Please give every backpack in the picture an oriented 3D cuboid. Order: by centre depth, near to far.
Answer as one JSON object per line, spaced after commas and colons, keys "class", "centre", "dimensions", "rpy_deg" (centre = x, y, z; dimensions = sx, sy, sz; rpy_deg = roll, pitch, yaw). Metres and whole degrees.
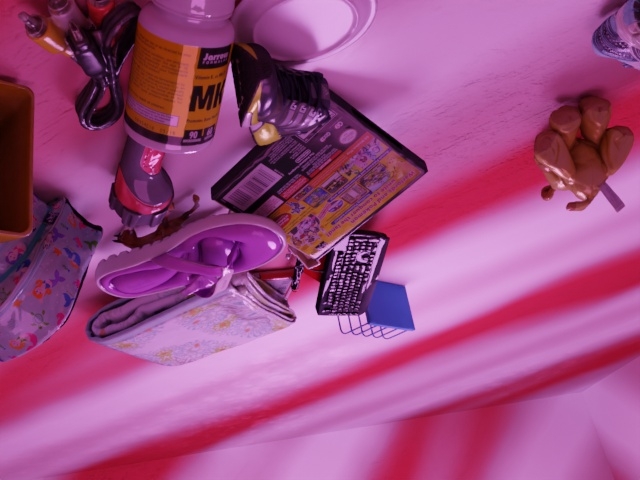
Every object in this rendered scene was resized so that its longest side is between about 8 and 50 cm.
{"class": "backpack", "centre": [-0.488, 0.059, 1.354], "dimensions": [0.225, 0.253, 0.191], "rpy_deg": [-27, 132, 27]}

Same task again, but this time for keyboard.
{"class": "keyboard", "centre": [0.027, 0.075, 1.810], "dimensions": [0.201, 0.033, 0.317], "rpy_deg": [5, 143, -4]}

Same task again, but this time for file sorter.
{"class": "file sorter", "centre": [0.131, 0.174, 2.059], "dimensions": [0.170, 0.118, 0.104], "rpy_deg": [13, 147, -44]}

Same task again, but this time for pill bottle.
{"class": "pill bottle", "centre": [-0.170, -0.222, 1.023], "dimensions": [0.119, 0.119, 0.208], "rpy_deg": [-1, 127, -26]}

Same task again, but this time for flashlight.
{"class": "flashlight", "centre": [-0.247, -0.133, 1.260], "dimensions": [0.103, 0.103, 0.304], "rpy_deg": [-29, 166, -36]}

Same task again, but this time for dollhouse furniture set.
{"class": "dollhouse furniture set", "centre": [-0.025, 0.023, 1.661], "dimensions": [0.091, 0.081, 0.114], "rpy_deg": [-25, 126, 21]}

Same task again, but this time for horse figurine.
{"class": "horse figurine", "centre": [-0.228, -0.013, 1.552], "dimensions": [0.263, 0.066, 0.174], "rpy_deg": [9, 141, -35]}

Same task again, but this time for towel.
{"class": "towel", "centre": [-0.271, 0.177, 1.831], "dimensions": [0.374, 0.090, 0.320], "rpy_deg": [-20, 153, 13]}

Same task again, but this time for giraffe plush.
{"class": "giraffe plush", "centre": [0.466, -0.150, 1.545], "dimensions": [0.181, 0.210, 0.170], "rpy_deg": [-24, -172, -5]}

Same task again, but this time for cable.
{"class": "cable", "centre": [-0.290, -0.243, 1.095], "dimensions": [0.139, 0.072, 0.287], "rpy_deg": [-28, 169, -11]}

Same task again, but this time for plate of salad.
{"class": "plate of salad", "centre": [-0.024, -0.295, 1.096], "dimensions": [0.199, 0.048, 0.200], "rpy_deg": [-12, 159, -5]}

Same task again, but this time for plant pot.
{"class": "plant pot", "centre": [-0.518, -0.093, 1.099], "dimensions": [0.212, 0.212, 0.187], "rpy_deg": [9, 159, -40]}

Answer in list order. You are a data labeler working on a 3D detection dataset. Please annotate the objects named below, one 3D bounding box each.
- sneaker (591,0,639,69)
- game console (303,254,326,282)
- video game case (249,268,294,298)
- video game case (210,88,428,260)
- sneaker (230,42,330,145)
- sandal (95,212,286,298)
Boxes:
{"class": "sneaker", "centre": [0.545, -0.317, 1.314], "dimensions": [0.283, 0.110, 0.122], "rpy_deg": [5, 166, -30]}
{"class": "game console", "centre": [0.050, 0.042, 1.864], "dimensions": [0.144, 0.085, 0.124], "rpy_deg": [-38, 177, 41]}
{"class": "video game case", "centre": [-0.208, 0.129, 1.897], "dimensions": [0.285, 0.025, 0.204], "rpy_deg": [-5, 153, -19]}
{"class": "video game case", "centre": [-0.002, -0.102, 1.399], "dimensions": [0.248, 0.035, 0.275], "rpy_deg": [32, 122, -34]}
{"class": "sneaker", "centre": [-0.050, -0.204, 1.133], "dimensions": [0.121, 0.111, 0.300], "rpy_deg": [-9, 179, 3]}
{"class": "sandal", "centre": [-0.230, 0.059, 1.492], "dimensions": [0.416, 0.102, 0.169], "rpy_deg": [-18, 149, 33]}
